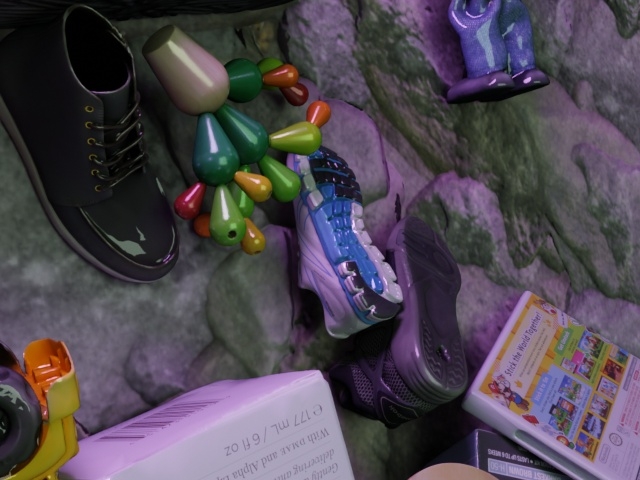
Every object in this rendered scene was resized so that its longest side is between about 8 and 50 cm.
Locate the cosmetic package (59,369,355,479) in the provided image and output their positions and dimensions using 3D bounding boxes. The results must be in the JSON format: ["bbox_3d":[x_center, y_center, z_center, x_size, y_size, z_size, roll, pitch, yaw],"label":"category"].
[{"bbox_3d":[-0.065,0.315,0.865,0.217,0.156,0.385,-22,96,-41],"label":"cosmetic package"}]

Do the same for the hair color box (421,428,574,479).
[{"bbox_3d":[0.191,0.370,1.001,0.185,0.113,0.375,15,55,-19],"label":"hair color box"}]

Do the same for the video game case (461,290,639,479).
[{"bbox_3d":[0.256,0.154,1.117,0.206,0.026,0.227,32,31,8],"label":"video game case"}]

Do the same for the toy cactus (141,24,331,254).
[{"bbox_3d":[-0.081,-0.098,0.945,0.180,0.112,0.219,49,46,-32],"label":"toy cactus"}]

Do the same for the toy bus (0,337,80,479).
[{"bbox_3d":[-0.244,0.179,0.722,0.220,0.149,0.212,-17,99,-18],"label":"toy bus"}]

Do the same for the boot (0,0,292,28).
[{"bbox_3d":[-0.187,-0.395,0.878,0.367,0.146,0.445,-15,97,-50],"label":"boot"}]

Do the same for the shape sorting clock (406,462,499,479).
[{"bbox_3d":[0.124,0.276,0.913,0.206,0.040,0.206,20,52,-27],"label":"shape sorting clock"}]

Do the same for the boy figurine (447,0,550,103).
[{"bbox_3d":[0.152,-0.285,1.181,0.177,0.092,0.285,-13,91,-40],"label":"boy figurine"}]

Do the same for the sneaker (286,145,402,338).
[{"bbox_3d":[0.000,0.000,1.027,0.071,0.083,0.191,5,56,-42],"label":"sneaker"}]

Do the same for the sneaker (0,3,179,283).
[{"bbox_3d":[-0.160,-0.064,0.870,0.083,0.118,0.222,-45,111,-35],"label":"sneaker"}]

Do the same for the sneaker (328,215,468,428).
[{"bbox_3d":[0.065,0.078,1.065,0.087,0.130,0.228,32,36,-26],"label":"sneaker"}]
